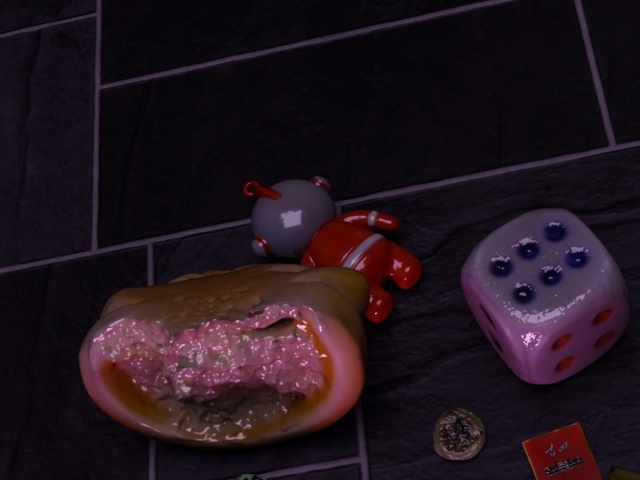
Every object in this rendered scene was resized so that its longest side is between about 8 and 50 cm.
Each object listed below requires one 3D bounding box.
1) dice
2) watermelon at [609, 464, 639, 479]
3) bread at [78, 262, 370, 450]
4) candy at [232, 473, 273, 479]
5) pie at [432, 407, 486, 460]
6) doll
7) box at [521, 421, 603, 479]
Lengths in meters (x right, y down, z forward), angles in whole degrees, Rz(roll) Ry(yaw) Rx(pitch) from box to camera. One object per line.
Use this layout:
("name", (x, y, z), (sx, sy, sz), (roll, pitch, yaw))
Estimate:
("dice", (0.330, 0.082, 2.013), (0.193, 0.192, 0.194), (-31, 57, -4))
("watermelon", (0.468, 0.378, 1.789), (0.123, 0.129, 0.301), (-46, 17, 0))
("bread", (-0.141, 0.143, 2.021), (0.424, 0.329, 0.245), (-8, 57, 13))
("candy", (0.000, 0.374, 1.993), (0.305, 0.091, 0.083), (-5, 85, 4))
("pie", (0.204, 0.285, 2.021), (0.084, 0.021, 0.084), (-7, 57, 11))
("doll", (0.000, 0.000, 2.219), (0.336, 0.105, 0.200), (34, 73, 22))
("box", (0.349, 0.332, 1.949), (0.090, 0.023, 0.133), (-17, 56, 2))
